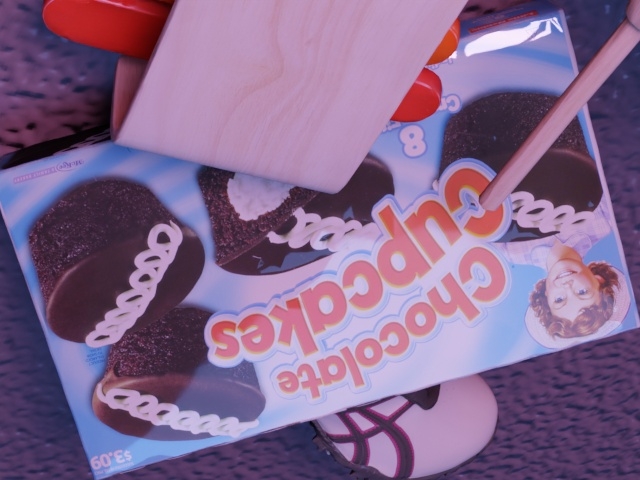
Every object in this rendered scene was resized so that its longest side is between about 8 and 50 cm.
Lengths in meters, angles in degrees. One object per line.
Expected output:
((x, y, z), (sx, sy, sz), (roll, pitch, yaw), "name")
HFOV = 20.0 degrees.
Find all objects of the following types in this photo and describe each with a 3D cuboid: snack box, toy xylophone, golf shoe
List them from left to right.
((0.000, 0.000, 1.015), (0.321, 0.060, 0.187), (-16, 105, 2), "snack box")
((0.019, -0.112, 0.822), (0.236, 0.081, 0.322), (17, 147, -21), "toy xylophone")
((0.034, 0.084, 1.160), (0.272, 0.105, 0.120), (22, 145, -38), "golf shoe")
